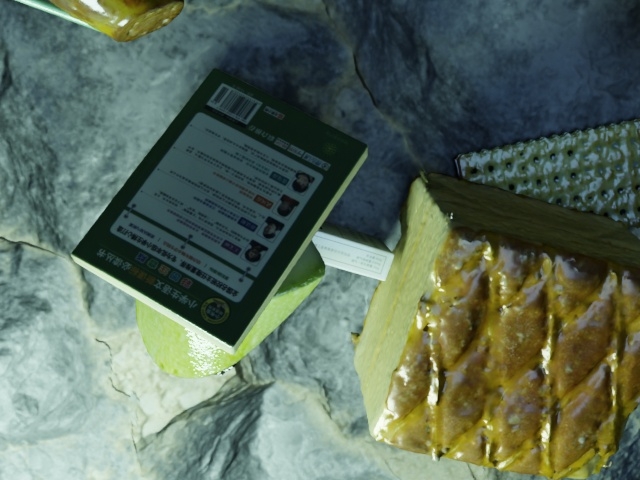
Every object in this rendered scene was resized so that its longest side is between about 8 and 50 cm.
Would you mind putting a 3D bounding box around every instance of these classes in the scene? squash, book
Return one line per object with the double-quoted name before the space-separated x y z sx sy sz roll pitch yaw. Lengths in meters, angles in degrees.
"squash" -0.131 0.026 1.123 0.204 0.155 0.237 -34 67 -13
"book" -0.102 -0.039 1.054 0.202 0.027 0.264 28 70 13

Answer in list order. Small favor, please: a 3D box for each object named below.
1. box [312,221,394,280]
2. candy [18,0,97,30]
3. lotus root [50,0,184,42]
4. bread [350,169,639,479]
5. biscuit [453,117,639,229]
"box" 0.000 0.000 1.151 0.154 0.084 0.040 18 102 -12
"candy" -0.362 -0.269 1.051 0.287 0.078 0.084 20 99 -20
"lotus root" -0.235 -0.334 0.986 0.193 0.193 0.291 -24 106 0
"bread" 0.208 0.098 1.129 0.279 0.207 0.279 16 107 -12
"biscuit" 0.280 -0.059 1.204 0.231 0.016 0.139 -12 106 -3
